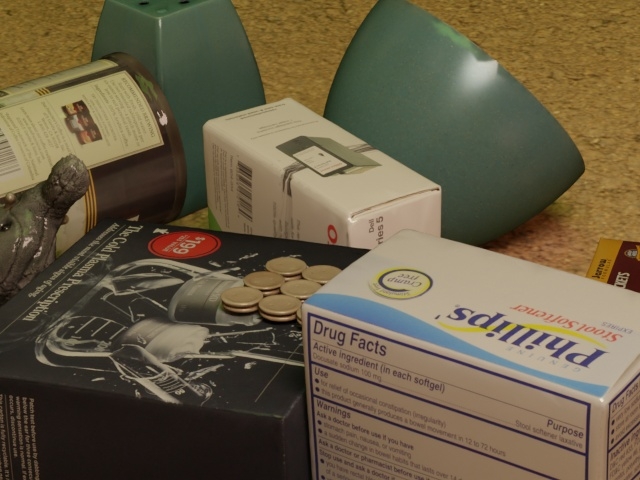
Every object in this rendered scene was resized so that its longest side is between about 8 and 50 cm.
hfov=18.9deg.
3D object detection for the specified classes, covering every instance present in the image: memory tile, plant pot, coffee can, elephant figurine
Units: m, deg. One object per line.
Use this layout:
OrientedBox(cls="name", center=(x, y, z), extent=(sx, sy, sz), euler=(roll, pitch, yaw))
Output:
OrientedBox(cls="memory tile", center=(0.000, 0.049, 1.640), extent=(0.148, 0.012, 0.113), euler=(12, 26, 26))
OrientedBox(cls="plant pot", center=(0.111, -0.093, 2.067), extent=(0.195, 0.290, 0.290), euler=(-50, 41, -6))
OrientedBox(cls="coffee can", center=(-0.314, -0.074, 2.100), extent=(0.275, 0.201, 0.201), euler=(-20, 32, -29))
OrientedBox(cls="plant pot", center=(-0.168, -0.179, 2.247), extent=(0.165, 0.234, 0.165), euler=(-24, 34, -35))
OrientedBox(cls="elephant figurine", center=(-0.311, 0.027, 1.847), extent=(0.169, 0.186, 0.239), euler=(-20, 11, -25))

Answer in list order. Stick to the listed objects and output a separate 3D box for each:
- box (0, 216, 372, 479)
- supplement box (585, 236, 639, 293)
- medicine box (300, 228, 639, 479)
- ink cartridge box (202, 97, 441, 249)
OrientedBox(cls="box", center=(-0.114, 0.133, 1.688), extent=(0.312, 0.179, 0.343), euler=(7, 25, 17))
OrientedBox(cls="supplement box", center=(0.329, 0.116, 1.687), extent=(0.194, 0.191, 0.129), euler=(5, 29, 17))
OrientedBox(cls="medicine box", center=(0.137, 0.171, 1.499), extent=(0.263, 0.289, 0.149), euler=(16, 34, 32))
OrientedBox(cls="ink cartridge box", center=(0.000, 0.000, 1.932), extent=(0.115, 0.198, 0.273), euler=(-18, 32, -28))
